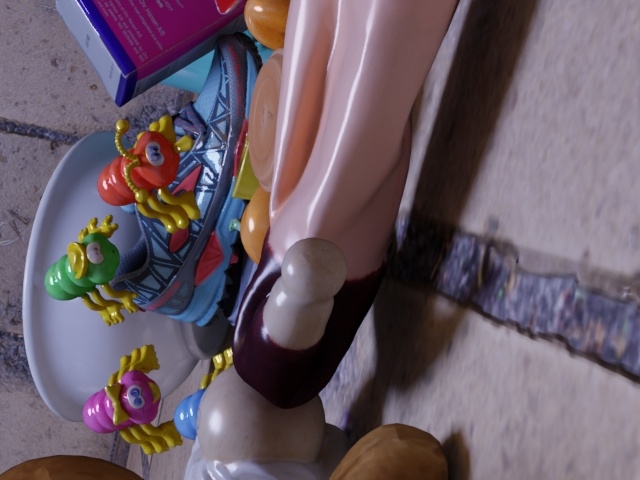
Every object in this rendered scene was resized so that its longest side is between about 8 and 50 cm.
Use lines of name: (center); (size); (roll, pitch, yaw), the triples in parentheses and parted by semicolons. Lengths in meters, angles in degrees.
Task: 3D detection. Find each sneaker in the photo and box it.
sneaker: (-0.118, -0.053, 0.959); (0.104, 0.125, 0.262); (-122, 45, -71)

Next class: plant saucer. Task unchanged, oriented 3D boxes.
plant saucer: (-0.027, -0.069, 0.646); (0.083, 0.013, 0.083); (-177, 90, -70)

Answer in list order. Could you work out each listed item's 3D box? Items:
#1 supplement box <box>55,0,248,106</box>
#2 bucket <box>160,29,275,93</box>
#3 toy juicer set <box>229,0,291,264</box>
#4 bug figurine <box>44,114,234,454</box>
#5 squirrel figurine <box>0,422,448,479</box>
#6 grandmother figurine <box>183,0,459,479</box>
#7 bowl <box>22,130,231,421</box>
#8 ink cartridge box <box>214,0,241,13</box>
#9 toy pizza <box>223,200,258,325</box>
supplement box: (-0.106, -0.226, 0.967); (0.114, 0.220, 0.111); (58, 165, -2)
bucket: (-0.115, -0.277, 1.164); (0.281, 0.183, 0.281); (-170, 90, -77)
toy juicer set: (-0.008, -0.128, 0.720); (0.209, 0.089, 0.329); (-86, 14, -57)
bug figurine: (-0.136, 0.054, 0.868); (0.216, 0.072, 0.279); (-33, 72, 43)
squirrel figurine: (-0.167, 0.234, 0.483); (0.397, 0.370, 0.281); (119, 159, -56)
grandmother figurine: (0.000, 0.000, 0.570); (0.208, 0.104, 0.342); (-32, -38, -65)
bowl: (-0.167, 0.043, 1.129); (0.298, 0.134, 0.298); (6, -90, -75)
ink cartridge box: (-0.063, -0.352, 0.734); (0.272, 0.130, 0.309); (-46, 45, 30)
toy pizza: (-0.050, -0.022, 1.001); (0.201, 0.032, 0.201); (-169, 90, -77)
